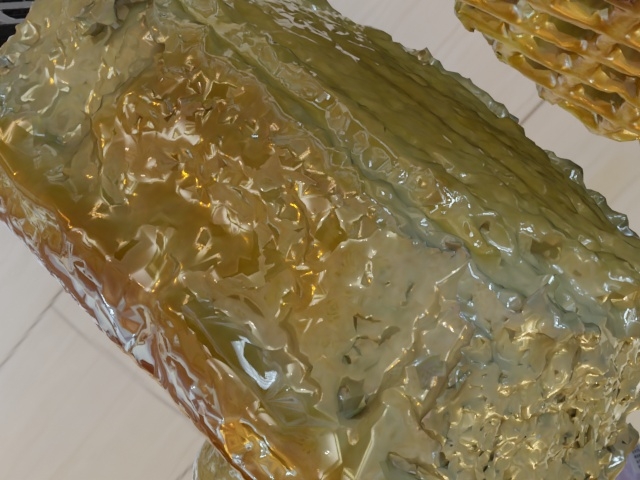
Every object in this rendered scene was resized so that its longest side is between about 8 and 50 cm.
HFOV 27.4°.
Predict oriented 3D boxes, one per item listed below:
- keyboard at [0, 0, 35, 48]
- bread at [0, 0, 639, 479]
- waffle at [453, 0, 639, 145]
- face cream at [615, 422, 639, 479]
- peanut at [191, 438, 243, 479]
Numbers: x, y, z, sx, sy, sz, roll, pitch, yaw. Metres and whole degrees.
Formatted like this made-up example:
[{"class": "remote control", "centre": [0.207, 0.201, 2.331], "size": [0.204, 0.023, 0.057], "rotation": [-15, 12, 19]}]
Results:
[{"class": "keyboard", "centre": [-0.140, -0.142, 0.779], "size": [0.106, 0.262, 0.016], "rotation": [31, 120, 34]}, {"class": "bread", "centre": [0.000, 0.000, 0.422], "size": [0.245, 0.174, 0.121], "rotation": [43, 116, 25]}, {"class": "waffle", "centre": [0.180, -0.089, 0.641], "size": [0.245, 0.254, 0.052], "rotation": [16, 79, 41]}, {"class": "face cream", "centre": [0.254, 0.181, 1.257], "size": [0.096, 0.154, 0.274], "rotation": [-23, 72, 5]}, {"class": "peanut", "centre": [0.018, 0.127, 0.847], "size": [0.147, 0.147, 0.319], "rotation": [41, 141, -4]}]
